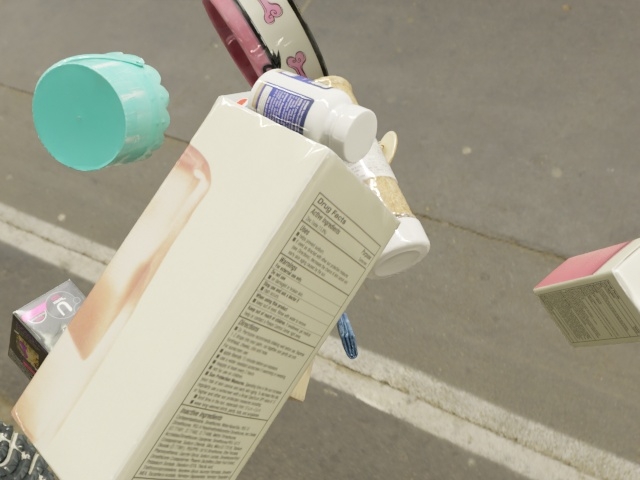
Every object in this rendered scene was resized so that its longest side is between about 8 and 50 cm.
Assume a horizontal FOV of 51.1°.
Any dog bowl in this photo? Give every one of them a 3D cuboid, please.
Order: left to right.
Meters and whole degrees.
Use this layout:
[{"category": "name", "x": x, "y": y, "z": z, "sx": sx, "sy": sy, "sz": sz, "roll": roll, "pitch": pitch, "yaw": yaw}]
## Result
[{"category": "dog bowl", "x": -0.144, "y": -0.495, "z": 1.618, "sx": 0.150, "sy": 0.408, "sz": 0.408, "roll": -32, "pitch": 56, "yaw": -4}]

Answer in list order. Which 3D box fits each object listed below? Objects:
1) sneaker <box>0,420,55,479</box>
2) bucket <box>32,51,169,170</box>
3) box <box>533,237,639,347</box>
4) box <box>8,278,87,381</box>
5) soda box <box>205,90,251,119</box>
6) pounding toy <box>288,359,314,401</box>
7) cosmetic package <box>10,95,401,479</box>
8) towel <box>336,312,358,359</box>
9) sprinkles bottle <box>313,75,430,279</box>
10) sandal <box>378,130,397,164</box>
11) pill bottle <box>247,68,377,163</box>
[{"category": "sneaker", "x": -0.440, "y": 0.268, "z": 0.800, "sx": 0.283, "sy": 0.110, "sz": 0.122, "roll": 44, "pitch": 95, "yaw": 1}, {"category": "bucket", "x": -0.508, "y": -0.295, "z": 1.546, "sx": 0.281, "sy": 0.281, "sz": 0.183, "roll": -2, "pitch": 16, "yaw": 17}, {"category": "box", "x": 0.547, "y": 0.102, "z": 1.264, "sx": 0.127, "sy": 0.232, "sz": 0.148, "roll": -35, "pitch": 91, "yaw": -22}, {"category": "box", "x": -0.684, "y": 0.248, "z": 1.717, "sx": 0.143, "sy": 0.270, "sz": 0.165, "roll": 47, "pitch": 49, "yaw": 7}, {"category": "soda box", "x": -0.109, "y": -0.263, "z": 1.442, "sx": 0.286, "sy": 0.098, "sz": 0.091, "roll": 1, "pitch": 57, "yaw": 37}, {"category": "pounding toy", "x": -0.122, "y": 0.266, "z": 1.562, "sx": 0.206, "sy": 0.094, "sz": 0.181, "roll": -3, "pitch": 62, "yaw": 39}, {"category": "cosmetic package", "x": -0.084, "y": 0.057, "z": 0.538, "sx": 0.129, "sy": 0.153, "sz": 0.296, "roll": 32, "pitch": 86, "yaw": 34}, {"category": "towel", "x": 0.056, "y": 0.208, "z": 1.472, "sx": 0.029, "sy": 0.067, "sz": 0.119, "roll": -13, "pitch": 19, "yaw": -3}, {"category": "sprinkles bottle", "x": 0.061, "y": -0.113, "z": 1.138, "sx": 0.121, "sy": 0.121, "sz": 0.355, "roll": -24, "pitch": 66, "yaw": 3}, {"category": "sandal", "x": 0.116, "y": -0.188, "z": 1.703, "sx": 0.088, "sy": 0.079, "sz": 0.240, "roll": 12, "pitch": 77, "yaw": 61}, {"category": "pill bottle", "x": -0.012, "y": -0.189, "z": 1.037, "sx": 0.187, "sy": 0.112, "sz": 0.112, "roll": 27, "pitch": 71, "yaw": 31}]
